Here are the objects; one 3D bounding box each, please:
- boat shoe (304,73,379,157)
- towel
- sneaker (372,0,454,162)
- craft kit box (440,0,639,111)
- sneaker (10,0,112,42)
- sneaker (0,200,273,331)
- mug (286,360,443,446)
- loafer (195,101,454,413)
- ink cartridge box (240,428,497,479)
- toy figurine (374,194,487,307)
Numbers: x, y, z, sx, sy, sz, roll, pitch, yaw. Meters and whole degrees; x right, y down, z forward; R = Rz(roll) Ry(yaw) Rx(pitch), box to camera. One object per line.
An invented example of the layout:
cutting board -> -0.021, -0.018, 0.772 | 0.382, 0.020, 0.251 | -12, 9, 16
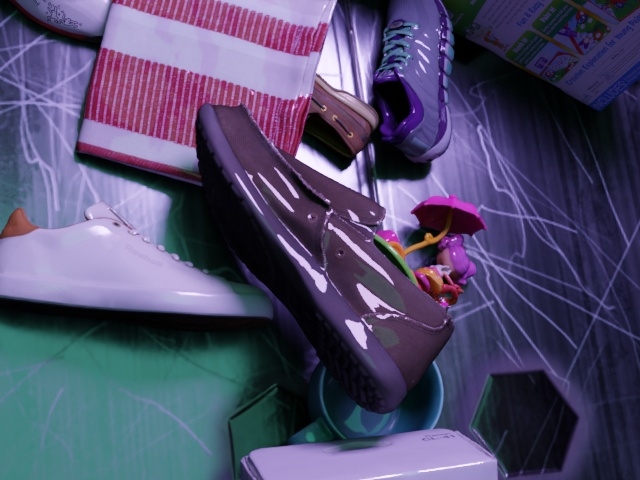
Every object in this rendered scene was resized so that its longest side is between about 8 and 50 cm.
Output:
boat shoe -> -0.021, -0.154, 1.304 | 0.178, 0.064, 0.060 | 29, 67, -7
towel -> -0.112, -0.225, 1.257 | 0.237, 0.037, 0.329 | 15, 88, -1
sneaker -> 0.099, -0.204, 1.321 | 0.098, 0.083, 0.224 | 17, 63, -52
craft kit box -> 0.274, -0.268, 1.315 | 0.246, 0.250, 0.061 | 25, 69, -6
sneaker -> -0.310, -0.316, 1.239 | 0.270, 0.145, 0.090 | 31, 68, -3
sneaker -> -0.186, 0.022, 1.186 | 0.290, 0.106, 0.123 | 9, 74, -10
mug -> 0.038, 0.163, 1.203 | 0.157, 0.097, 0.129 | 2, 73, -13
loafer -> 0.000, 0.000, 1.161 | 0.130, 0.134, 0.366 | -30, 73, -19
ink cartridge box -> 0.050, 0.349, 1.084 | 0.226, 0.131, 0.306 | -5, 96, -14
toy figurine -> 0.122, 0.025, 1.271 | 0.159, 0.130, 0.173 | -34, 106, -30
